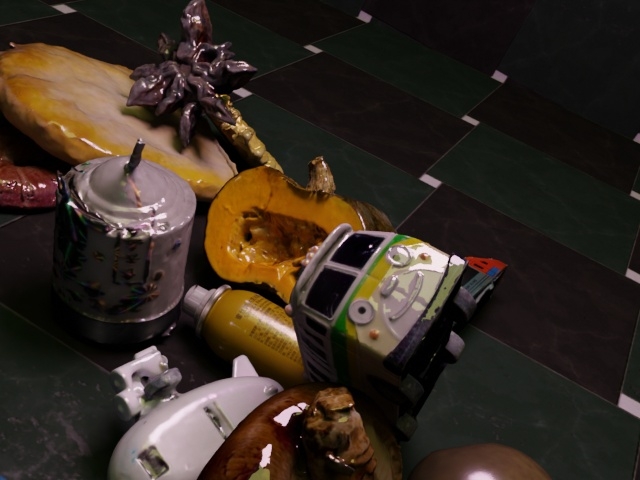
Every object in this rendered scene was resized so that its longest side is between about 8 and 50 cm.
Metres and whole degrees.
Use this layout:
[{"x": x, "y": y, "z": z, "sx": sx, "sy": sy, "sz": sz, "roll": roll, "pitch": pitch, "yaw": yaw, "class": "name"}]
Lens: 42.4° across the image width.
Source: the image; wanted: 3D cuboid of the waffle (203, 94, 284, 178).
[{"x": -0.169, "y": -0.220, "z": 1.594, "sx": 0.261, "sy": 0.056, "sz": 0.250, "roll": 46, "pitch": -6, "yaw": 36, "class": "waffle"}]

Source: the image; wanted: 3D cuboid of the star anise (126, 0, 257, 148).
[{"x": -0.231, "y": -0.285, "z": 1.443, "sx": 0.282, "sy": 0.212, "sz": 0.129, "roll": 55, "pitch": 8, "yaw": 26, "class": "star anise"}]

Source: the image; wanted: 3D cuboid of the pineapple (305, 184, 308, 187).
[{"x": -0.024, "y": -0.067, "z": 1.551, "sx": 0.074, "sy": 0.074, "sz": 0.159, "roll": 29, "pitch": 25, "yaw": 13, "class": "pineapple"}]

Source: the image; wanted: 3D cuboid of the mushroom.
[{"x": -0.019, "y": 0.270, "z": 0.822, "sx": 0.163, "sy": 0.278, "sz": 0.297, "roll": 9, "pitch": 22, "yaw": 28, "class": "mushroom"}]

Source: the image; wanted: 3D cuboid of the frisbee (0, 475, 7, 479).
[{"x": -0.406, "y": 0.220, "z": 0.743, "sx": 0.242, "sy": 0.045, "sz": 0.242, "roll": 3, "pitch": -3, "yaw": 0, "class": "frisbee"}]

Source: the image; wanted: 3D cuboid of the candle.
[{"x": -0.256, "y": -0.020, "z": 1.084, "sx": 0.188, "sy": 0.330, "sz": 0.187, "roll": 10, "pitch": 37, "yaw": -8, "class": "candle"}]

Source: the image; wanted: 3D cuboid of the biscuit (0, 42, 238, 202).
[{"x": -0.374, "y": -0.215, "z": 1.492, "sx": 0.446, "sy": 0.104, "sz": 0.429, "roll": 10, "pitch": 32, "yaw": -40, "class": "biscuit"}]

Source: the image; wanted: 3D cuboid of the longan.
[{"x": 0.189, "y": 0.322, "z": 0.933, "sx": 0.212, "sy": 0.198, "sz": 0.198, "roll": 44, "pitch": 10, "yaw": -44, "class": "longan"}]

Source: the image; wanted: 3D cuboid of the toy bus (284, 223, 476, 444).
[{"x": 0.062, "y": 0.103, "z": 0.942, "sx": 0.179, "sy": 0.305, "sz": 0.143, "roll": 30, "pitch": 69, "yaw": 17, "class": "toy bus"}]

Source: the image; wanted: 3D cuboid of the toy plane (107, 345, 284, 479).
[{"x": -0.132, "y": 0.229, "z": 0.954, "sx": 0.267, "sy": 0.122, "sz": 0.266, "roll": 24, "pitch": 40, "yaw": -22, "class": "toy plane"}]

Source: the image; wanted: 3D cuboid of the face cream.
[{"x": -0.036, "y": 0.161, "z": 1.137, "sx": 0.349, "sy": 0.105, "sz": 0.105, "roll": 29, "pitch": 31, "yaw": 11, "class": "face cream"}]

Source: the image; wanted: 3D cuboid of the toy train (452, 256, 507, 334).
[{"x": 0.199, "y": 0.117, "z": 1.372, "sx": 0.089, "sy": 0.086, "sz": 0.409, "roll": 31, "pitch": 32, "yaw": 20, "class": "toy train"}]

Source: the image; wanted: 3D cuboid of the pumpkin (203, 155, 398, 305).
[{"x": 0.000, "y": 0.000, "z": 1.270, "sx": 0.325, "sy": 0.242, "sz": 0.232, "roll": 24, "pitch": 5, "yaw": 38, "class": "pumpkin"}]

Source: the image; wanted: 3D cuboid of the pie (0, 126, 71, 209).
[{"x": -0.506, "y": -0.122, "z": 1.347, "sx": 0.219, "sy": 0.054, "sz": 0.204, "roll": 40, "pitch": 34, "yaw": 29, "class": "pie"}]
